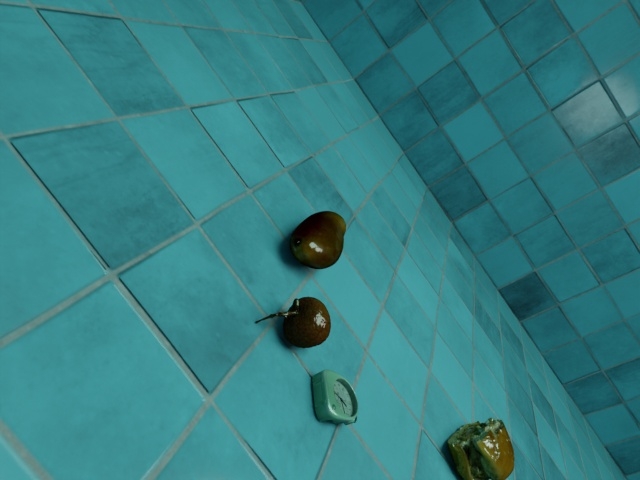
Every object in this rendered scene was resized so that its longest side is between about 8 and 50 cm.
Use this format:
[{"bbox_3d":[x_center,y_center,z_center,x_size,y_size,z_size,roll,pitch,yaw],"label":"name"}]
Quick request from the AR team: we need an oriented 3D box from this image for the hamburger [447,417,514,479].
[{"bbox_3d":[0.466,0.589,1.333,0.282,0.143,0.157,11,52,-59],"label":"hamburger"}]

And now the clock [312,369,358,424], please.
[{"bbox_3d":[0.039,0.333,0.988,0.135,0.041,0.101,37,31,-37],"label":"clock"}]

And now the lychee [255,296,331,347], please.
[{"bbox_3d":[-0.035,0.169,0.974,0.101,0.114,0.140,36,-7,30],"label":"lychee"}]

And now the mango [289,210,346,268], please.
[{"bbox_3d":[0.000,0.000,1.213,0.133,0.111,0.267,41,27,2],"label":"mango"}]
